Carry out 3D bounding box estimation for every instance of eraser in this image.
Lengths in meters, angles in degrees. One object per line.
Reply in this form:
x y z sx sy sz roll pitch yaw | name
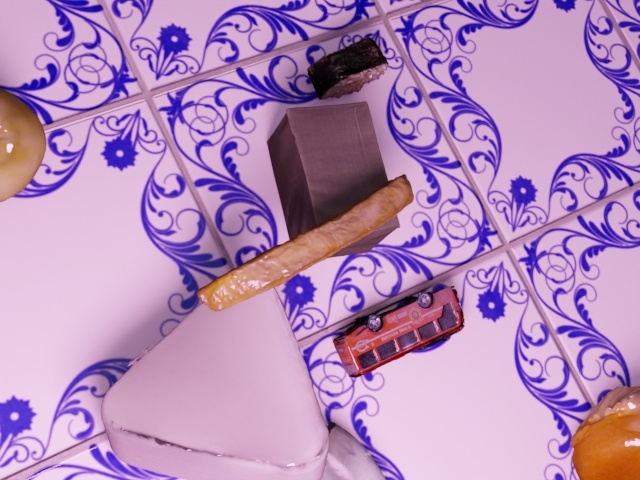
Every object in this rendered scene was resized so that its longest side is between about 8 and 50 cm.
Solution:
-0.118 0.254 1.470 0.331 0.150 0.331 1 56 -2 | eraser

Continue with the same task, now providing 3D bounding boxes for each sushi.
0.051 -0.309 1.795 0.150 0.090 0.078 -26 86 -26 | sushi

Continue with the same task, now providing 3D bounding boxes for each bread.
0.602 0.424 1.667 0.388 0.236 0.183 40 48 7 | bread

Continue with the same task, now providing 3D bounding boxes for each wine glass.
0.152 0.372 1.604 0.309 0.096 0.264 45 58 1 | wine glass

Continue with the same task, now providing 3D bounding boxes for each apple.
-0.513 -0.145 1.502 0.200 0.200 0.200 6 70 -17 | apple

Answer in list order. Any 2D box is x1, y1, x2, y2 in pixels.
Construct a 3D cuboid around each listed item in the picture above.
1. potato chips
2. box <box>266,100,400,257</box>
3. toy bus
0.000 0.000 1.517 0.407 0.080 0.057 -30 94 -23 | potato chips
0.020 -0.098 1.678 0.155 0.149 0.231 -9 76 -21 | box
0.137 0.150 1.682 0.235 0.073 0.096 -20 89 -23 | toy bus
